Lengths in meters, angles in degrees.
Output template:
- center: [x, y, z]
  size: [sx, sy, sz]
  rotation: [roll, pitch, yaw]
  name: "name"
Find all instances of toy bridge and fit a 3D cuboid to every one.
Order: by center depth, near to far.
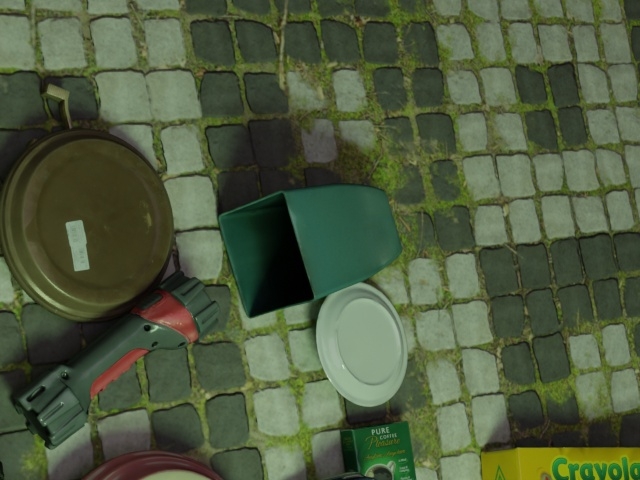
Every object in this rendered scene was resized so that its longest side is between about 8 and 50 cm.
- center: [-0.382, -0.125, 1.753]
  size: [0.063, 0.026, 0.188]
  rotation: [20, 70, -30]
  name: "toy bridge"

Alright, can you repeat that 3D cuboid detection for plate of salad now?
- center: [0.062, 0.164, 1.967]
  size: [0.199, 0.048, 0.200]
  rotation: [15, 67, -40]
  name: "plate of salad"

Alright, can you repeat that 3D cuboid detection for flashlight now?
- center: [-0.276, 0.167, 1.721]
  size: [0.103, 0.103, 0.304]
  rotation: [41, 61, 12]
  name: "flashlight"

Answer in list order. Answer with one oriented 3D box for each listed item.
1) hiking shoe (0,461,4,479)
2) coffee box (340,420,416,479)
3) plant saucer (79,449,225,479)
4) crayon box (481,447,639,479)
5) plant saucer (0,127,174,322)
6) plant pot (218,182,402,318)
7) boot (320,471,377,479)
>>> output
- center: [-0.426, 0.340, 1.585]
  size: [0.227, 0.086, 0.114]
  rotation: [43, 63, -17]
  name: "hiking shoe"
- center: [0.097, 0.380, 1.944]
  size: [0.113, 0.040, 0.184]
  rotation: [-5, 83, -32]
  name: "coffee box"
- center: [-0.200, 0.436, 1.647]
  size: [0.332, 0.084, 0.332]
  rotation: [18, 57, -31]
  name: "plant saucer"
- center: [0.451, 0.511, 2.107]
  size: [0.362, 0.106, 0.313]
  rotation: [6, 76, -32]
  name: "crayon box"
- center: [-0.318, -0.023, 1.746]
  size: [0.277, 0.041, 0.278]
  rotation: [6, 81, -38]
  name: "plant saucer"
- center: [0.000, 0.000, 1.900]
  size: [0.234, 0.165, 0.166]
  rotation: [-16, 88, -42]
  name: "plant pot"
- center: [-0.005, 0.389, 1.829]
  size: [0.190, 0.086, 0.069]
  rotation: [-21, 88, -20]
  name: "boot"
